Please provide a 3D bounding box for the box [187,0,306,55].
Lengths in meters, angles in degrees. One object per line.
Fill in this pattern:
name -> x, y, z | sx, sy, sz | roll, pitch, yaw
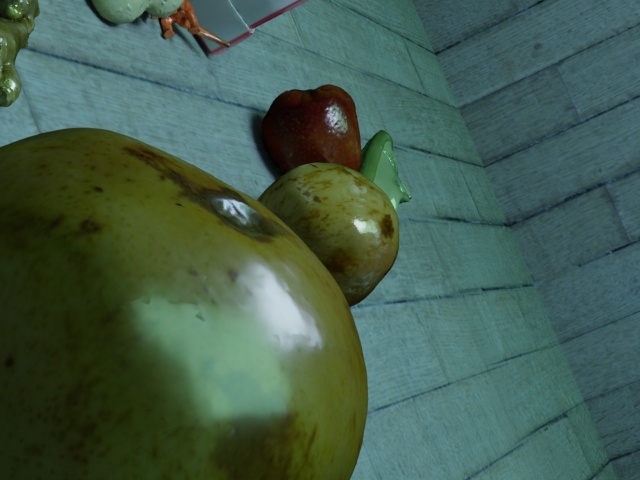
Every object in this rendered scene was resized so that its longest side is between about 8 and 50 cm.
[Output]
box -> -0.112, -0.533, 2.071 | 0.314, 0.300, 0.312 | 56, 20, -25

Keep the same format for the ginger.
ginger -> -0.347, -0.244, 1.451 | 0.193, 0.052, 0.176 | 69, 20, -5

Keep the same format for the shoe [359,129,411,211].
shoe -> 0.078, -0.081, 2.297 | 0.128, 0.140, 0.262 | 50, 27, -13

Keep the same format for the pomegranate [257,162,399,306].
pomegranate -> 0.000, 0.000, 1.842 | 0.215, 0.215, 0.215 | 53, 22, -32

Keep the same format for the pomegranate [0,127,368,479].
pomegranate -> -0.173, 0.120, 1.005 | 0.417, 0.416, 0.417 | 53, 22, -32

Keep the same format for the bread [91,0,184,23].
bread -> -0.250, -0.445, 1.780 | 0.316, 0.054, 0.316 | -3, 94, -53

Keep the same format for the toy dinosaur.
toy dinosaur -> -0.232, -0.352, 1.916 | 0.279, 0.055, 0.101 | 42, 20, -46

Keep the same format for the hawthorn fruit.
hawthorn fruit -> -0.013, -0.163, 2.127 | 0.173, 0.173, 0.179 | -91, 176, -51
